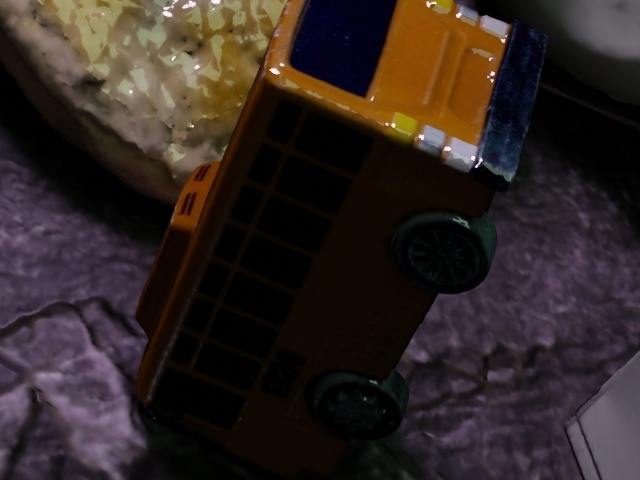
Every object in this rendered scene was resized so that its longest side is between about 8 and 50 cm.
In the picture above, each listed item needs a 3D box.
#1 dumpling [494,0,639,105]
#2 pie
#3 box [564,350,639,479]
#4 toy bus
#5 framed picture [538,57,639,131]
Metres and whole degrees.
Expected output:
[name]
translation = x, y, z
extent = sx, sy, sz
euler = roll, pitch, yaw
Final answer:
[dumpling]
translation = 0.179, -0.191, 0.917
extent = 0.212, 0.270, 0.320
euler = -10, 82, -13
[pie]
translation = -0.035, -0.173, 0.771
extent = 0.338, 0.075, 0.337
euler = 5, 75, -20
[box]
translation = 0.273, 0.071, 0.726
extent = 0.225, 0.225, 0.117
euler = 7, 49, -30
[toy bus]
translation = 0.000, 0.000, 0.630
extent = 0.114, 0.201, 0.098
euler = 23, 43, -4
[framed picture]
translation = 0.281, -0.125, 1.068
extent = 0.347, 0.016, 0.265
euler = 22, 44, -15
